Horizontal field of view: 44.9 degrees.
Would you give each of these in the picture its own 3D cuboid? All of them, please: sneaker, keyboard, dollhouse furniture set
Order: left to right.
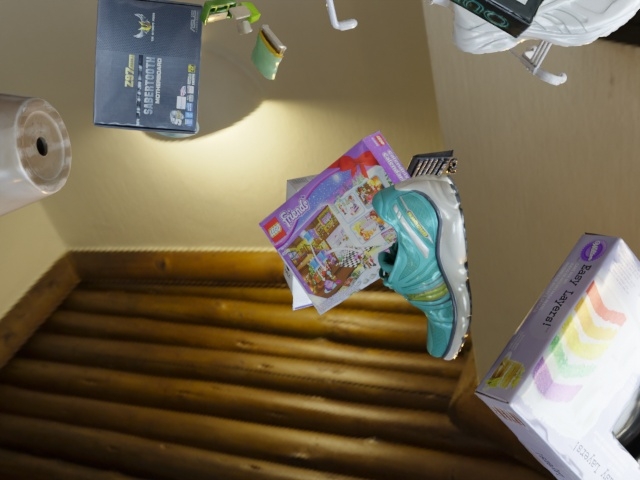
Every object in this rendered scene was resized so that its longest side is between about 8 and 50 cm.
[{"bbox_3d":[-0.127,-0.331,1.256,0.059,0.076,0.151,-26,-109,-37],"label":"dollhouse furniture set"},{"bbox_3d":[0.127,0.036,0.955,0.110,0.275,0.107,-8,-144,8],"label":"sneaker"},{"bbox_3d":[0.225,-0.141,1.545,0.108,0.180,0.023,-8,-101,-4],"label":"keyboard"},{"bbox_3d":[0.264,-0.294,0.916,0.232,0.115,0.090,-7,-133,17],"label":"sneaker"}]

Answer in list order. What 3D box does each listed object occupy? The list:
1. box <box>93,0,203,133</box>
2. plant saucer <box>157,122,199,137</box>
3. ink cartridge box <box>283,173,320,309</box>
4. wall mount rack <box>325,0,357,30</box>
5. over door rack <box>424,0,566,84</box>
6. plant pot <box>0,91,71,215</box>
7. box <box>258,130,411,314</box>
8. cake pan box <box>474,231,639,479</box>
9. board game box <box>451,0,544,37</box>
[{"bbox_3d":[-0.308,-0.312,1.389,0.184,0.232,0.059,4,-176,-11],"label":"box"},{"bbox_3d":[-0.383,-0.293,1.833,0.195,0.195,0.037,12,-114,30],"label":"plant saucer"},{"bbox_3d":[0.000,0.000,1.800,0.166,0.332,0.065,-12,-144,-24],"label":"ink cartridge box"},{"bbox_3d":[0.133,-0.525,1.424,0.304,0.130,0.350,-20,-132,2],"label":"wall mount rack"},{"bbox_3d":[0.350,-0.440,1.293,0.108,0.239,0.324,-4,-140,-39],"label":"over door rack"},{"bbox_3d":[-0.666,-0.170,1.534,0.281,0.323,0.323,-5,-140,14],"label":"plant pot"},{"bbox_3d":[0.047,-0.021,1.310,0.293,0.200,0.057,-35,178,41],"label":"box"},{"bbox_3d":[0.339,0.167,0.927,0.245,0.267,0.070,-49,-156,-14],"label":"cake pan box"},{"bbox_3d":[0.045,-0.197,0.363,0.186,0.026,0.126,29,-93,-3],"label":"board game box"}]
